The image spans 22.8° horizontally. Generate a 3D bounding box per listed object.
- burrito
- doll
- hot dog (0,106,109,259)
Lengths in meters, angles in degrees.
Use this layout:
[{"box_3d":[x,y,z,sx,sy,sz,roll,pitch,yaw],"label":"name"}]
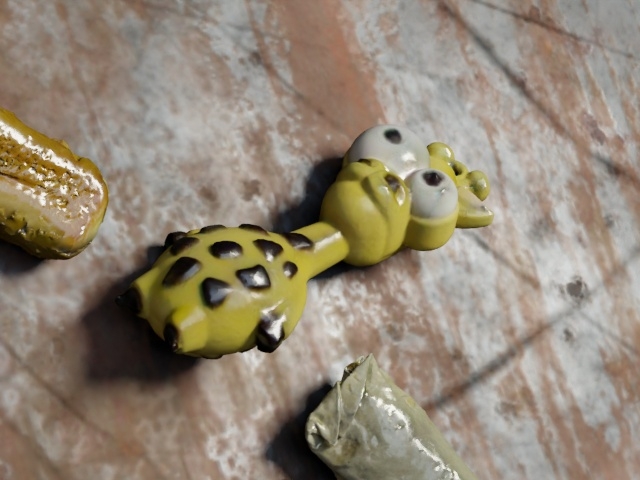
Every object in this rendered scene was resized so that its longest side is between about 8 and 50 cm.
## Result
[{"box_3d":[0.098,0.195,1.073,0.275,0.059,0.082,46,67,-8],"label":"burrito"},{"box_3d":[0.000,0.000,1.065,0.291,0.086,0.117,-27,58,-32],"label":"doll"},{"box_3d":[-0.260,-0.079,0.968,0.289,0.068,0.083,32,86,-20],"label":"hot dog"}]
